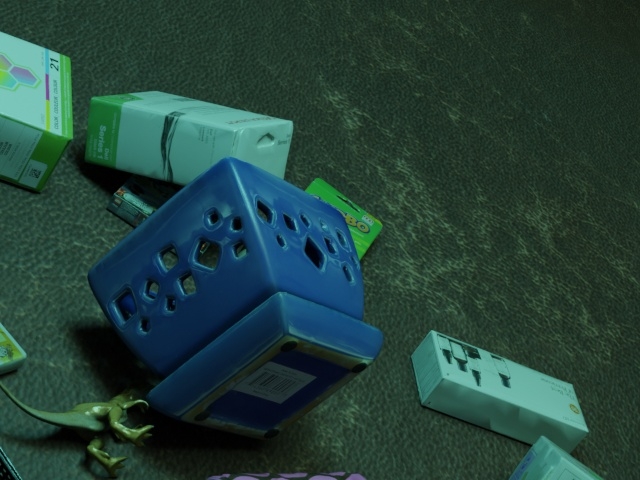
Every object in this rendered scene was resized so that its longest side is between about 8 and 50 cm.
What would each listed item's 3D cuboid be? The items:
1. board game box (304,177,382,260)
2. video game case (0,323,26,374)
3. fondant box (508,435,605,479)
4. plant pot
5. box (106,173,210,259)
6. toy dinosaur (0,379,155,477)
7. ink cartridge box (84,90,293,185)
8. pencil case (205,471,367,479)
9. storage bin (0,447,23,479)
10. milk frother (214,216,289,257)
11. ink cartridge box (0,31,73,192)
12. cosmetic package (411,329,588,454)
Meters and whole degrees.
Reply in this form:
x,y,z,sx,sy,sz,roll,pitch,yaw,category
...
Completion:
x,y,z,sx,sy,sz,roll,pitch,yaw,category
0.000,0.000,2.042,0.124,0.039,0.259,37,33,1,board game box
-0.447,0.070,1.504,0.227,0.026,0.206,46,32,19,video game case
0.381,0.375,1.731,0.330,0.096,0.238,37,1,3,fondant box
-0.082,0.081,1.615,0.236,0.236,0.212,25,34,-51,plant pot
-0.200,-0.032,1.893,0.137,0.027,0.094,34,29,-2,box
-0.243,0.190,1.519,0.112,0.064,0.211,36,17,28,toy dinosaur
-0.169,-0.128,1.889,0.219,0.092,0.160,15,14,24,ink cartridge box
-0.028,0.294,1.544,0.209,0.095,0.098,3,8,-40,pencil case
-0.350,0.230,1.315,0.122,0.084,0.180,-9,53,-51,storage bin
-0.103,0.019,1.840,0.143,0.129,0.135,16,27,9,milk frother
-0.443,-0.186,1.798,0.255,0.097,0.189,20,33,-26,ink cartridge box
0.243,0.207,1.967,0.239,0.060,0.099,22,34,-22,cosmetic package
